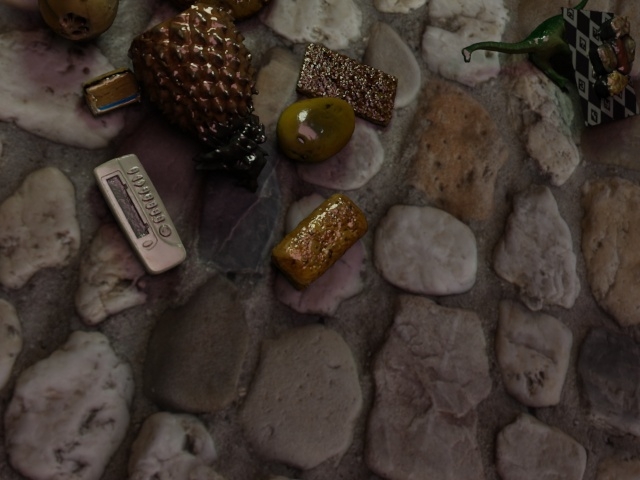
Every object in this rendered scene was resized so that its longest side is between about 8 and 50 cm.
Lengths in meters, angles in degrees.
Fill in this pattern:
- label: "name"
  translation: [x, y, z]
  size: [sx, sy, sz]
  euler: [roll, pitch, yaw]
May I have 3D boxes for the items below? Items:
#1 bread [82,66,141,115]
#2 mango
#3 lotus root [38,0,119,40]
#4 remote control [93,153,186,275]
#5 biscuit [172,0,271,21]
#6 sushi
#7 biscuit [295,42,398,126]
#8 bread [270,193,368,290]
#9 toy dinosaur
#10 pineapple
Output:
- label: "bread"
  translation: [-0.399, -0.286, 1.401]
  size: [0.106, 0.053, 0.072]
  euler: [-26, 110, -23]
- label: "mango"
  translation: [-0.004, -0.238, 1.518]
  size: [0.195, 0.098, 0.137]
  euler: [-40, 89, -30]
- label: "lotus root"
  translation: [-0.451, -0.541, 1.382]
  size: [0.152, 0.169, 0.342]
  euler: [7, 73, -26]
- label: "remote control"
  translation: [-0.335, -0.046, 1.361]
  size: [0.090, 0.049, 0.230]
  euler: [-27, 87, -25]
- label: "biscuit"
  translation: [-0.205, -0.590, 1.500]
  size: [0.296, 0.075, 0.295]
  euler: [-4, 100, -26]
- label: "sushi"
  translation: [0.720, -0.443, 1.810]
  size: [0.292, 0.059, 0.293]
  euler: [-14, 91, -40]
- label: "biscuit"
  translation: [0.063, -0.344, 1.611]
  size: [0.231, 0.025, 0.130]
  euler: [18, 71, -16]
- label: "bread"
  translation: [0.000, 0.000, 1.465]
  size: [0.114, 0.083, 0.211]
  euler: [49, 66, -8]
- label: "toy dinosaur"
  translation: [0.528, -0.528, 1.811]
  size: [0.301, 0.087, 0.447]
  euler: [31, 65, -11]
- label: "pineapple"
  translation: [-0.202, -0.251, 1.398]
  size: [0.223, 0.223, 0.357]
  euler: [-28, 99, -25]
